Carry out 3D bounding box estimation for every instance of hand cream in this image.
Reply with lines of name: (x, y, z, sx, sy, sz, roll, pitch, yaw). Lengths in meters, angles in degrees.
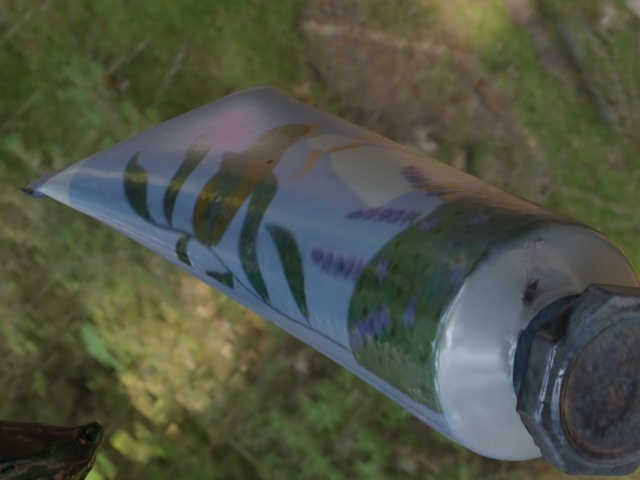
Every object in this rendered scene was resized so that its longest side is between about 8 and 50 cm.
hand cream: (0.000, 0.000, 0.454, 0.256, 0.088, 0.055, 27, 141, 59)

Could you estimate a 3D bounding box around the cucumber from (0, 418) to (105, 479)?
cucumber: (-0.213, 0.088, 0.589, 0.056, 0.284, 0.056, 179, 90, -70)
